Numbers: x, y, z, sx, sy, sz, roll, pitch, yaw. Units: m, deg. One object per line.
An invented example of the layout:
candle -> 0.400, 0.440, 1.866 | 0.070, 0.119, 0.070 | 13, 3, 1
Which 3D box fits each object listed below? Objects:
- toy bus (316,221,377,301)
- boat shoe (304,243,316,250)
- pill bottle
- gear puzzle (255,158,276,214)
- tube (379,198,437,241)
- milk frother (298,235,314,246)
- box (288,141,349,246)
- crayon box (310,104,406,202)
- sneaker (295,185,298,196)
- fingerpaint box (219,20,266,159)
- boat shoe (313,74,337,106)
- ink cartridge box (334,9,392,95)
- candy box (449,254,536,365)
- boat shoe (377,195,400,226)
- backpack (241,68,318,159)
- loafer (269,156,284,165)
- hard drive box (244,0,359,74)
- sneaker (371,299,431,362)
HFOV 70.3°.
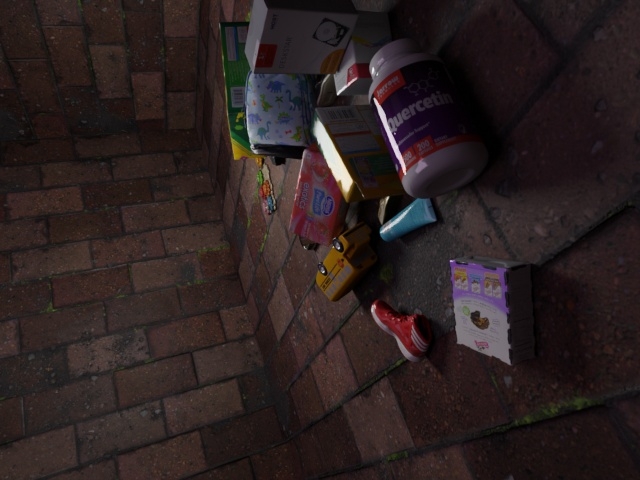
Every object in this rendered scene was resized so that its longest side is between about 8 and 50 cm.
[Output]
toy bus -> 0.085, 0.076, 1.500 | 0.130, 0.108, 0.333 | 52, 150, 14
boat shoe -> -0.049, -0.039, 1.847 | 0.223, 0.073, 0.080 | 108, 145, -49
pill bottle -> 0.215, -0.265, 0.976 | 0.181, 0.181, 0.323 | 125, 130, -60
gear puzzle -> -0.299, -0.306, 2.366 | 0.175, 0.044, 0.339 | 158, 101, -67
tube -> 0.232, -0.053, 1.210 | 0.207, 0.052, 0.080 | -38, 69, 59
milk frother -> 0.000, 0.000, 1.665 | 0.129, 0.134, 0.143 | 43, -147, -75
box -> 0.016, -0.152, 1.444 | 0.154, 0.142, 0.300 | 23, 125, 12
crayon box -> 0.125, -0.217, 1.183 | 0.083, 0.203, 0.323 | 110, 143, -51
sneaker -> -0.045, -0.183, 1.703 | 0.296, 0.131, 0.112 | -149, 50, -63
fingerpaint box -> -0.327, -0.639, 1.981 | 0.371, 0.163, 0.445 | 108, 156, -70
boat shoe -> 0.030, -0.512, 1.440 | 0.233, 0.084, 0.079 | 144, 113, -69
ink cartridge box -> 0.109, -0.491, 1.200 | 0.128, 0.127, 0.176 | 171, 88, -67
candy box -> 0.358, 0.138, 0.956 | 0.165, 0.070, 0.196 | -169, 71, -66
boat shoe -> 0.188, -0.100, 1.285 | 0.045, 0.050, 0.135 | 55, 148, 35
backpack -> -0.131, -0.469, 1.590 | 0.273, 0.290, 0.356 | -21, -60, -69
loafer -> -0.209, -0.448, 2.047 | 0.078, 0.076, 0.223 | 36, 136, 49
hard drive box -> -0.051, -0.504, 1.108 | 0.181, 0.232, 0.089 | 119, 136, -55
sneaker -> 0.239, 0.223, 1.290 | 0.221, 0.087, 0.128 | 48, 135, 33
